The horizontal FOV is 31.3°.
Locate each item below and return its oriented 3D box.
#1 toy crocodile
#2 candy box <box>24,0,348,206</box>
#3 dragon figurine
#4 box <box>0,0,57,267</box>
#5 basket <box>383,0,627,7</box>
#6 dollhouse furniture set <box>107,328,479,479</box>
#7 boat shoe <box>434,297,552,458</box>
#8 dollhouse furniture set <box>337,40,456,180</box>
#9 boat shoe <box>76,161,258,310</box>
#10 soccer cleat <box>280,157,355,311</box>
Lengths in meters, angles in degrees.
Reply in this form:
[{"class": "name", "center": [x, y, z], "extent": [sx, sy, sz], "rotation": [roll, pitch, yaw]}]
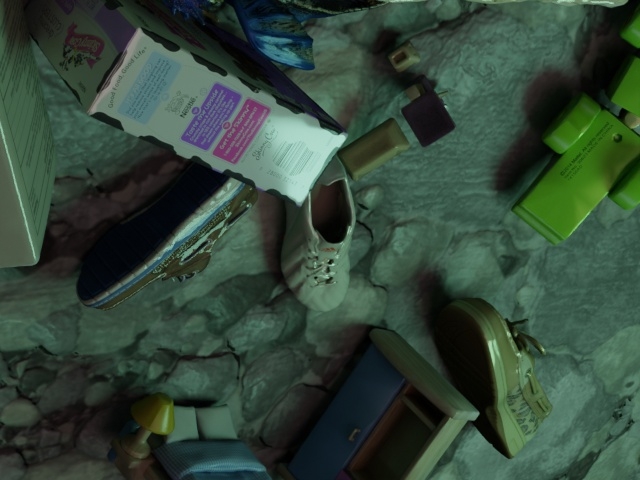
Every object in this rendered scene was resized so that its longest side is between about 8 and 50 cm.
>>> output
[{"class": "toy crocodile", "center": [0.319, -0.143, 1.144], "extent": [0.115, 0.105, 0.340], "rotation": [34, 104, -1]}, {"class": "candy box", "center": [-0.101, -0.120, 0.841], "extent": [0.196, 0.165, 0.070], "rotation": [22, 108, -41]}, {"class": "dragon figurine", "center": [-0.031, -0.185, 0.853], "extent": [0.289, 0.144, 0.085], "rotation": [16, 113, -39]}, {"class": "box", "center": [-0.260, -0.139, 0.723], "extent": [0.121, 0.148, 0.311], "rotation": [-6, 126, -2]}, {"class": "basket", "center": [0.023, -0.316, 0.669], "extent": [0.331, 0.328, 0.266], "rotation": [-5, 126, -30]}, {"class": "dollhouse furniture set", "center": [0.005, 0.221, 1.073], "extent": [0.303, 0.286, 0.198], "rotation": [13, 115, -51]}, {"class": "boat shoe", "center": [0.200, 0.141, 1.277], "extent": [0.089, 0.104, 0.285], "rotation": [-37, 144, -11]}, {"class": "dollhouse furniture set", "center": [0.064, -0.117, 1.058], "extent": [0.114, 0.091, 0.081], "rotation": [-32, 180, 21]}, {"class": "boat shoe", "center": [-0.125, 0.003, 0.984], "extent": [0.183, 0.066, 0.066], "rotation": [-39, 135, -2]}, {"class": "soccer cleat", "center": [0.000, 0.000, 1.054], "extent": [0.068, 0.076, 0.196], "rotation": [-21, 131, -18]}]
